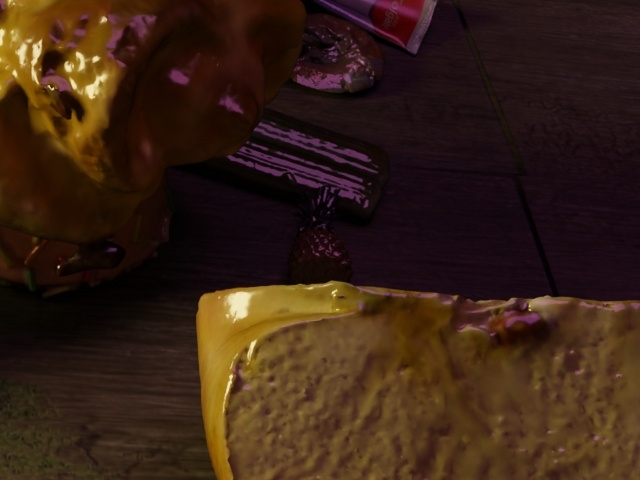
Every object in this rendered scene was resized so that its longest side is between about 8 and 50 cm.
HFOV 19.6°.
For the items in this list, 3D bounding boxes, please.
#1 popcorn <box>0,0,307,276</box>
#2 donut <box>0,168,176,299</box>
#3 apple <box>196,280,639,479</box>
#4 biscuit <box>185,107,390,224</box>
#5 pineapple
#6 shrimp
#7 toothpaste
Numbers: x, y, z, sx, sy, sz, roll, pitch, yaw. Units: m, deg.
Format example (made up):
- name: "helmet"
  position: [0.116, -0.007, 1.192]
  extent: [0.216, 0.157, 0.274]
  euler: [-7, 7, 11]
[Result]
- name: "popcorn"
  position: [-0.158, -0.157, 1.382]
  extent: [0.297, 0.281, 0.316]
  euler: [-7, 30, -4]
- name: "donut"
  position: [-0.213, -0.059, 1.507]
  extent: [0.199, 0.085, 0.233]
  euler: [-9, 46, -30]
- name: "apple"
  position: [0.074, 0.127, 1.252]
  extent: [0.309, 0.252, 0.314]
  euler: [-2, 38, -5]
- name: "biscuit"
  position: [-0.095, -0.099, 1.638]
  extent: [0.322, 0.038, 0.099]
  euler: [19, 41, 3]
- name: "pineapple"
  position: [0.000, 0.000, 1.543]
  extent: [0.058, 0.058, 0.124]
  euler: [12, 31, -6]
- name: "shrimp"
  position: [-0.028, -0.184, 1.766]
  extent: [0.190, 0.042, 0.101]
  euler: [7, 46, -14]
- name: "toothpaste"
  position: [-0.030, -0.271, 1.873]
  extent: [0.301, 0.048, 0.075]
  euler: [23, 34, 4]
